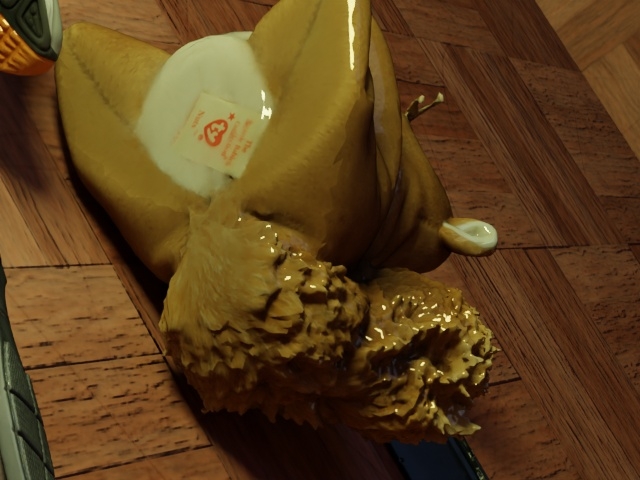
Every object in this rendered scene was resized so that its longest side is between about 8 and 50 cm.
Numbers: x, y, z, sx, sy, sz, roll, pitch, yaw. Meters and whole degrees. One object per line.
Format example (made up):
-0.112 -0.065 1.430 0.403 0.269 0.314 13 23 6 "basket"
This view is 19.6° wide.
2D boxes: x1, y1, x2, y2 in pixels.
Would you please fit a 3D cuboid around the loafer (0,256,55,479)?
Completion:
-0.238 0.078 1.172 0.109 0.095 0.302 75 -3 -62 "loafer"

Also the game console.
0.107 0.209 1.715 0.122 0.071 0.107 60 -6 14 "game console"

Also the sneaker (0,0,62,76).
-0.242 -0.232 1.441 0.121 0.099 0.262 19 41 -56 "sneaker"

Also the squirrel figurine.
0.000 0.000 1.571 0.370 0.281 0.397 34 42 -59 "squirrel figurine"
